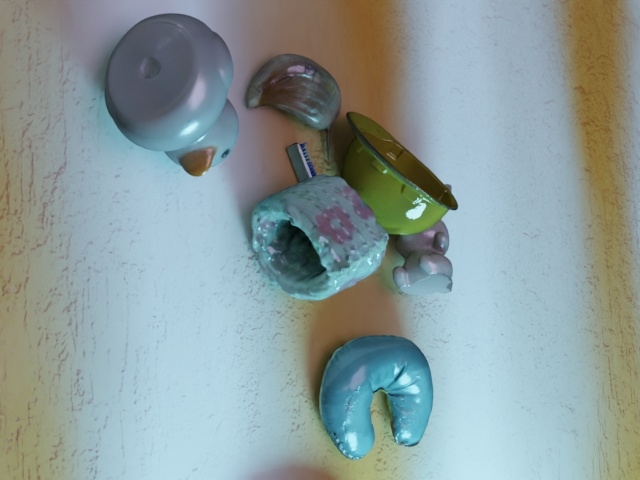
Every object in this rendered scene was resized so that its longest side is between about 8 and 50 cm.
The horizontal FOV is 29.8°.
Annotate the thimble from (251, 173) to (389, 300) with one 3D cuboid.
[{"bbox_3d":[0.000,0.000,1.972,0.149,0.211,0.185,-28,129,-39],"label":"thimble"}]

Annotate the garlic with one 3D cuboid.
[{"bbox_3d":[-0.027,-0.241,2.068,0.198,0.090,0.128,34,81,-37],"label":"garlic"}]

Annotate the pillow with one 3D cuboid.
[{"bbox_3d":[0.099,0.270,2.096,0.233,0.086,0.214,-9,95,-36],"label":"pillow"}]

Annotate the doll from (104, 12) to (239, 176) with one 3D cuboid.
[{"bbox_3d":[-0.212,-0.220,1.862,0.221,0.221,0.251,2,66,-38],"label":"doll"}]

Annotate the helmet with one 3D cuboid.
[{"bbox_3d":[0.108,-0.092,2.103,0.140,0.257,0.205,-52,157,15],"label":"helmet"}]

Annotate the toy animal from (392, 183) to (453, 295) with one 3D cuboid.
[{"bbox_3d":[0.183,-0.006,2.186,0.124,0.124,0.212,24,50,-33],"label":"toy animal"}]

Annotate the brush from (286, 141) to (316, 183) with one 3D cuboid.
[{"bbox_3d":[-0.014,-0.086,2.081,0.030,0.033,0.178,-32,105,-50],"label":"brush"}]
